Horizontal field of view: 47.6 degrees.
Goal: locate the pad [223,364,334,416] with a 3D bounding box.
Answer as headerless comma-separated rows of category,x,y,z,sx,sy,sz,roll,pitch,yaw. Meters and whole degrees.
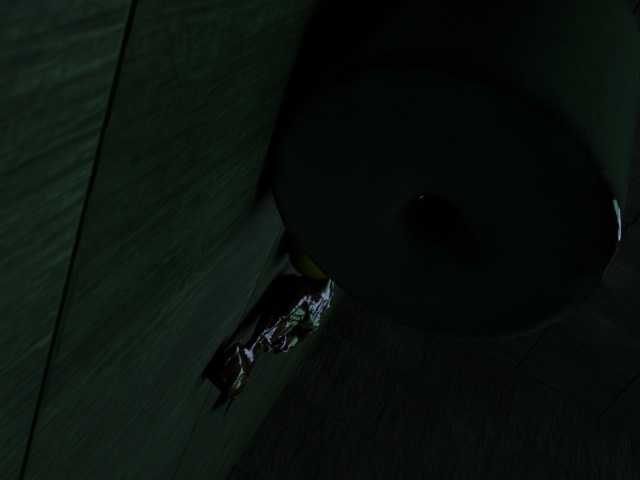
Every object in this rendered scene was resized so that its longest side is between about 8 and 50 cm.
pad,-0.084,0.214,1.261,0.250,0.055,0.323,-60,-160,-4

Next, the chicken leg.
chicken leg,-0.077,0.133,1.089,0.304,0.093,0.113,-37,139,-56

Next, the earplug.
earplug,0.174,-0.139,0.753,0.394,0.313,0.312,-57,173,-40

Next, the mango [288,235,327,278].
mango,0.000,0.004,1.055,0.163,0.089,0.111,-25,134,-63
